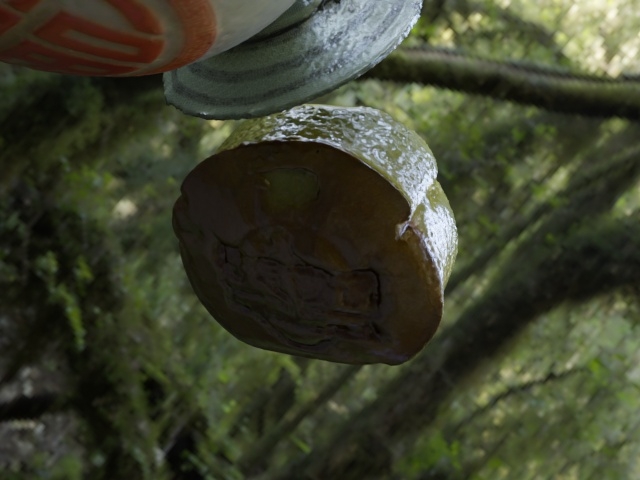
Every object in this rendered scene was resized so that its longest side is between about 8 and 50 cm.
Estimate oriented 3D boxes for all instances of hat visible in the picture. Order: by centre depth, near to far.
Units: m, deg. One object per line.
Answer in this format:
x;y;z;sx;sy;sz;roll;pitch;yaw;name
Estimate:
-0.046;-0.218;1.152;0.252;0.252;0.110;33;-26;50;hat

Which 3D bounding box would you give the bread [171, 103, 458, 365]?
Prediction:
0.000;0.000;1.266;0.269;0.148;0.270;13;-51;17;bread

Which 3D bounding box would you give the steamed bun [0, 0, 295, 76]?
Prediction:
-0.122;-0.174;0.640;0.283;0.177;0.283;9;-16;3;steamed bun
